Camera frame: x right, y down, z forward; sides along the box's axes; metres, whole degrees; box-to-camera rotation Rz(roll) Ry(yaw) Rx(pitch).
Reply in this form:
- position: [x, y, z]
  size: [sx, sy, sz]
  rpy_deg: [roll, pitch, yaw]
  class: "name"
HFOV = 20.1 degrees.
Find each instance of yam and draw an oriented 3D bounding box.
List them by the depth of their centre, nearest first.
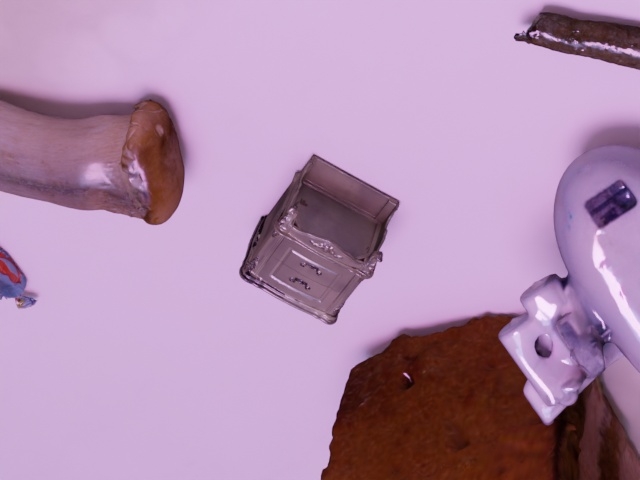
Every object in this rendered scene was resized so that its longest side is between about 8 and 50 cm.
- position: [0.182, -0.119, 1.091]
  size: [0.129, 0.027, 0.033]
  rpy_deg: [13, 176, 4]
  class: "yam"

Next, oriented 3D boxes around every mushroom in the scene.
- position: [-0.195, -0.066, 1.256]
  size: [0.209, 0.071, 0.084]
  rpy_deg: [10, 131, 15]
  class: "mushroom"

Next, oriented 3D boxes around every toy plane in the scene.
- position: [0.236, 0.043, 1.159]
  size: [0.245, 0.117, 0.244]
  rpy_deg: [1, 102, 6]
  class: "toy plane"

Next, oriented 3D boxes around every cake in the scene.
- position: [0.146, 0.220, 1.331]
  size: [0.196, 0.198, 0.293]
  rpy_deg: [-15, 131, 25]
  class: "cake"

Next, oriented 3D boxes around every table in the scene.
- position: [0.000, 0.000, 1.251]
  size: [0.079, 0.062, 0.083]
  rpy_deg: [28, 136, -10]
  class: "table"

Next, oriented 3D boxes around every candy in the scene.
- position: [-0.252, 0.024, 1.395]
  size: [0.030, 0.020, 0.083]
  rpy_deg: [-11, 131, 29]
  class: "candy"
